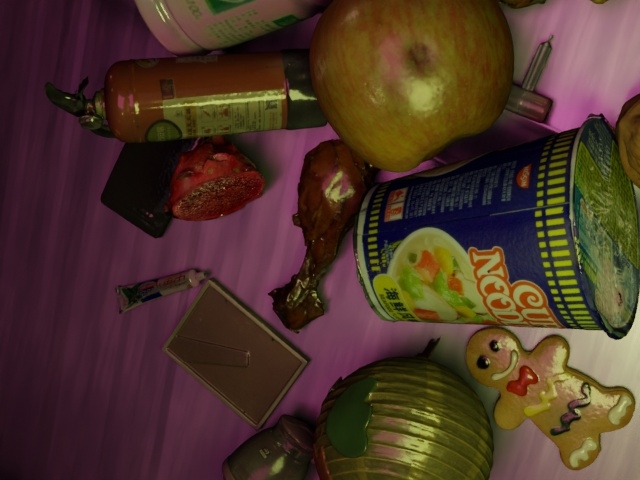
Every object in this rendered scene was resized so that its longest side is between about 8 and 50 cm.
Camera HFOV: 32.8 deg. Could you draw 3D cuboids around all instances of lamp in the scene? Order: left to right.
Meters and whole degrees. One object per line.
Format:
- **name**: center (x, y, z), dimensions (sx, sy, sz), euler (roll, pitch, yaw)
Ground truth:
- **lamp**: center (0.118, 0.253, 1.488), dimensions (0.250, 0.250, 0.284), euler (4, 59, 20)

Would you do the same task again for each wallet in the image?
- **wallet**: center (-0.245, -0.133, 1.668), dimensions (0.124, 0.025, 0.244), euler (34, 108, 13)

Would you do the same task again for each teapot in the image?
- **teapot**: center (-0.056, 0.340, 1.622), dimensions (0.148, 0.116, 0.146), euler (43, 100, 14)

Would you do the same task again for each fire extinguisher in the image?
- **fire extinguisher**: center (-0.183, -0.179, 1.518), dimensions (0.376, 0.200, 0.113), euler (-5, 56, -10)

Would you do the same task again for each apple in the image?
- **apple**: center (0.120, -0.214, 1.396), dimensions (0.264, 0.264, 0.264), euler (3, 99, 20)

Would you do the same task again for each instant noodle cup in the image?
- **instant noodle cup**: center (0.222, -0.003, 1.399), dimensions (0.312, 0.284, 0.284), euler (-7, 95, 30)

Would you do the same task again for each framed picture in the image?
- **framed picture**: center (-0.133, 0.175, 1.677), dimensions (0.203, 0.015, 0.150), euler (38, 109, 11)

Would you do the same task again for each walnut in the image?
- **walnut**: center (0.443, -0.120, 1.342), dimensions (0.166, 0.166, 0.149), euler (25, 114, 16)

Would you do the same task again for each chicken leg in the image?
- **chicken leg**: center (0.000, 0.000, 1.568), dimensions (0.113, 0.093, 0.304), euler (19, 109, 6)

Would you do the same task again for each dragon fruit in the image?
- **dragon fruit**: center (-0.168, -0.104, 1.593), dimensions (0.153, 0.153, 0.111), euler (-32, 65, 22)

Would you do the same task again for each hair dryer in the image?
- **hair dryer**: center (0.290, -0.219, 1.451), dimensions (0.063, 0.037, 0.114), euler (24, 98, 14)

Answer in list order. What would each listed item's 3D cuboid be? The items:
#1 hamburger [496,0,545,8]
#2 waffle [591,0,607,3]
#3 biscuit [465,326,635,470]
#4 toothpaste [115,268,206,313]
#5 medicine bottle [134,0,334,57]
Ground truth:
- **hamburger**: center (0.221, -0.381, 1.369), dimensions (0.183, 0.206, 0.130), euler (28, 64, 11)
- **waffle**: center (0.347, -0.394, 1.301), dimensions (0.057, 0.229, 0.219), euler (6, 103, 3)
- **biscuit**: center (0.304, 0.208, 1.507), dimensions (0.240, 0.035, 0.158), euler (34, 106, 13)
- **toothpaste**: center (-0.251, 0.074, 1.700), dimensions (0.170, 0.028, 0.045), euler (-17, 81, 25)
- **medicine bottle**: center (-0.078, -0.390, 1.468), dimensions (0.325, 0.212, 0.212), euler (-17, 92, 21)
